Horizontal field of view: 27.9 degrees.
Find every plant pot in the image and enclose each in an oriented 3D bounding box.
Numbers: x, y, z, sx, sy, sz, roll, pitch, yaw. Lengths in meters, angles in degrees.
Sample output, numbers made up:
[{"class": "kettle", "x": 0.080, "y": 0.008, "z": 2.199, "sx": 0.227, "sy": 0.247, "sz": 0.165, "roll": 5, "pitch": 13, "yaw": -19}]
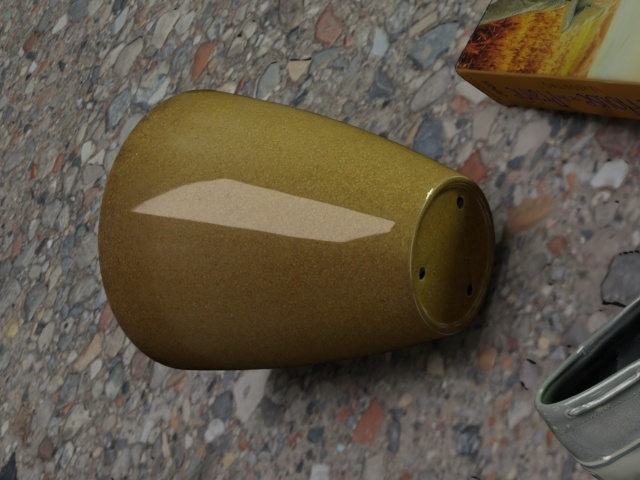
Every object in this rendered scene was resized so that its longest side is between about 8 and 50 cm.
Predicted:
[{"class": "plant pot", "x": 0.000, "y": 0.000, "z": 1.010, "sx": 0.254, "sy": 0.237, "sz": 0.237, "roll": 5, "pitch": 69, "yaw": 37}]

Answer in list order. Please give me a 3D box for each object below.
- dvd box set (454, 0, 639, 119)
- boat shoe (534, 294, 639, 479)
[{"class": "dvd box set", "x": 0.261, "y": -0.223, "z": 0.860, "sx": 0.308, "sy": 0.062, "sz": 0.420, "roll": -61, "pitch": 19, "yaw": 0}, {"class": "boat shoe", "x": 0.215, "y": 0.039, "z": 0.723, "sx": 0.227, "sy": 0.081, "sz": 0.079, "roll": -45, "pitch": 18, "yaw": 9}]
